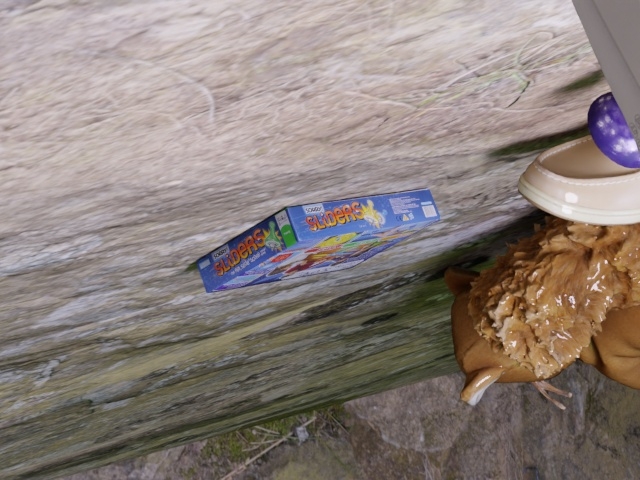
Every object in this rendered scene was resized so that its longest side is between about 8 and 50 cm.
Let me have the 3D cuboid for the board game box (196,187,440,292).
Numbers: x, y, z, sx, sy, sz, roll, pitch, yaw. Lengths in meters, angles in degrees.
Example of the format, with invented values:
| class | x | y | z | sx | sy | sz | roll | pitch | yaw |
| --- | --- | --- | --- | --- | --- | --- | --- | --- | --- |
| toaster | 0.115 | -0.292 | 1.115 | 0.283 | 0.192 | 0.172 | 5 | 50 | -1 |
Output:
| class | x | y | z | sx | sy | sz | roll | pitch | yaw |
| --- | --- | --- | --- | --- | --- | --- | --- | --- | --- |
| board game box | 0.000 | 0.000 | 1.681 | 0.201 | 0.035 | 0.136 | -9 | 164 | -47 |

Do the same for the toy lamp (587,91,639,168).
| class | x | y | z | sx | sy | sz | roll | pitch | yaw |
| --- | --- | --- | --- | --- | --- | --- | --- | --- | --- |
| toy lamp | 0.313 | -0.146 | 1.371 | 0.080 | 0.080 | 0.275 | -13 | 161 | -35 |

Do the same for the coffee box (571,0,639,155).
| class | x | y | z | sx | sy | sz | roll | pitch | yaw |
| --- | --- | --- | --- | --- | --- | --- | --- | --- | --- |
| coffee box | 0.359 | -0.138 | 0.818 | 0.338 | 0.338 | 0.334 | -13 | 167 | -37 |

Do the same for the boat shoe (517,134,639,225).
| class | x | y | z | sx | sy | sz | roll | pitch | yaw |
| --- | --- | --- | --- | --- | --- | --- | --- | --- | --- |
| boat shoe | 0.311 | -0.091 | 1.674 | 0.302 | 0.109 | 0.098 | -13 | 128 | -34 |

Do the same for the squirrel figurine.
| class | x | y | z | sx | sy | sz | roll | pitch | yaw |
| --- | --- | --- | --- | --- | --- | --- | --- | --- | --- |
| squirrel figurine | 0.307 | 0.061 | 2.135 | 0.370 | 0.281 | 0.397 | -14 | 159 | 24 |
